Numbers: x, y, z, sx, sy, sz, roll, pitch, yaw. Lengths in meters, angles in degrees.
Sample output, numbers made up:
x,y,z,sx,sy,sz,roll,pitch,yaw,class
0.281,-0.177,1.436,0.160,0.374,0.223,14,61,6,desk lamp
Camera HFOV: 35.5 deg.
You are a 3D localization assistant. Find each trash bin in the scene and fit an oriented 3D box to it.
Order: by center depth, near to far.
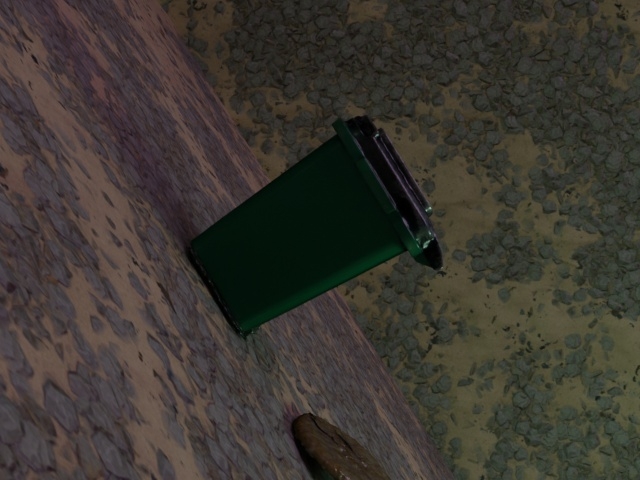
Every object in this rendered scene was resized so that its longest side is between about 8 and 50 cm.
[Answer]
x,y,z,sx,sy,sz,roll,pitch,yaw,class
0.000,0.000,1.706,0.295,0.381,0.259,59,6,4,trash bin

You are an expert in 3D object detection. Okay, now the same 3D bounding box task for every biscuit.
x,y,z,sx,sy,sz,roll,pitch,yaw,class
0.040,0.355,1.627,0.220,0.033,0.220,38,7,-6,biscuit
